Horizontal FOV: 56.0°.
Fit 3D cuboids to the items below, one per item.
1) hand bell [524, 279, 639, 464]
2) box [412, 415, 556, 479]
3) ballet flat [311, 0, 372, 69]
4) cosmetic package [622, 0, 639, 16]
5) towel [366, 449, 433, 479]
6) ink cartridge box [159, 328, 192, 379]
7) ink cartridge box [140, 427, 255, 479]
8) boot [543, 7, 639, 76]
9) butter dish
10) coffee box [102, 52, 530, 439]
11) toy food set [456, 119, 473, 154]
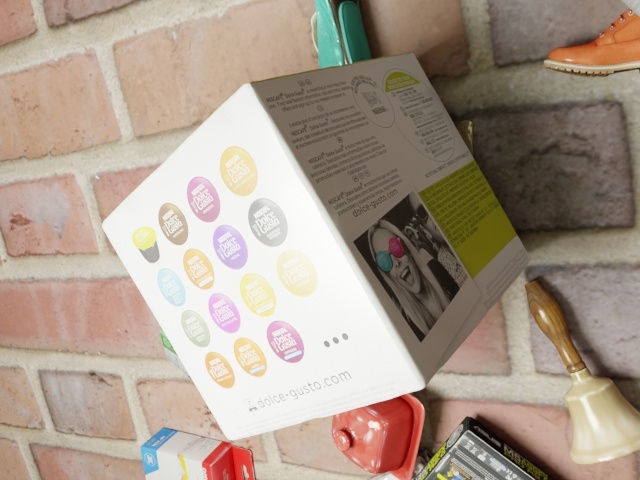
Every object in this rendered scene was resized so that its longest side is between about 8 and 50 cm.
[{"bbox_3d":[0.350,0.166,0.833,0.126,0.126,0.241,-31,77,32],"label":"hand bell"},{"bbox_3d":[0.273,0.439,0.928,0.270,0.060,0.216,36,105,8],"label":"box"},{"bbox_3d":[0.013,-0.338,0.842,0.087,0.083,0.247,2,106,42],"label":"ballet flat"},{"bbox_3d":[0.333,-0.353,0.633,0.238,0.107,0.127,44,94,5],"label":"cosmetic package"},{"bbox_3d":[0.166,0.563,1.060,0.317,0.053,0.331,-41,85,27],"label":"towel"},{"bbox_3d":[-0.180,0.224,1.085,0.208,0.087,0.153,37,152,12],"label":"ink cartridge box"},{"bbox_3d":[-0.252,0.486,1.248,0.231,0.078,0.134,3,107,26],"label":"ink cartridge box"},{"bbox_3d":[0.349,-0.236,0.713,0.158,0.059,0.084,1,104,19],"label":"boot"},{"bbox_3d":[0.072,0.307,0.978,0.160,0.118,0.160,28,118,44],"label":"butter dish"},{"bbox_3d":[0.000,0.000,0.778,0.338,0.338,0.334,-30,90,41],"label":"coffee box"},{"bbox_3d":[0.123,-0.114,0.878,0.192,0.038,0.132,4,108,27],"label":"toy food set"}]
